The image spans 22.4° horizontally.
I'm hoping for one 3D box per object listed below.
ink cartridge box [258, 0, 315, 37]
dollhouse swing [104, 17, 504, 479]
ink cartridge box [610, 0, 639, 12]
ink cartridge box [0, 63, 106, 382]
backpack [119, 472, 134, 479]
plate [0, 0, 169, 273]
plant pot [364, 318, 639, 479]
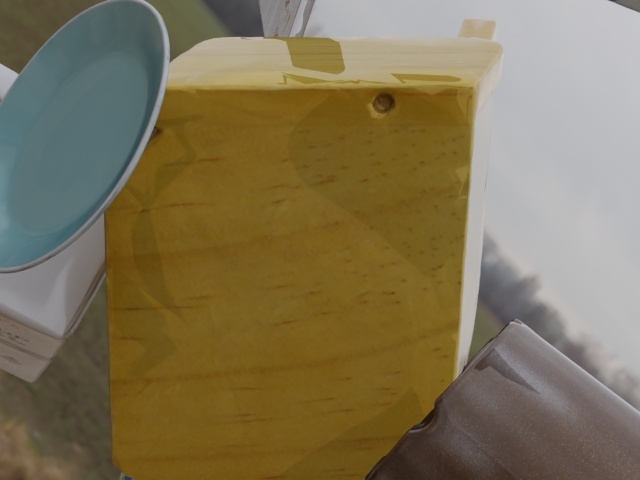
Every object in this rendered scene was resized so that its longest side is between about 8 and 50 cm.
[{"bbox_3d":[-0.008,-0.216,1.295,0.045,0.145,0.179,6,42,-18],"label":"ink cartridge box"},{"bbox_3d":[0.000,0.000,1.238,0.305,0.315,0.346,-102,-168,-66],"label":"dollhouse swing"},{"bbox_3d":[0.179,-0.142,0.735,0.122,0.088,0.052,9,61,-50],"label":"ink cartridge box"},{"bbox_3d":[-0.313,-0.028,1.339,0.285,0.166,0.395,28,-15,-8],"label":"ink cartridge box"},{"bbox_3d":[-0.108,0.344,1.687,0.290,0.273,0.355,100,-30,-65],"label":"backpack"},{"bbox_3d":[-0.150,-0.061,0.980,0.024,0.188,0.188,32,12,-36],"label":"plate"},{"bbox_3d":[0.122,0.139,0.847,0.165,0.167,0.167,43,2,8],"label":"plant pot"}]
